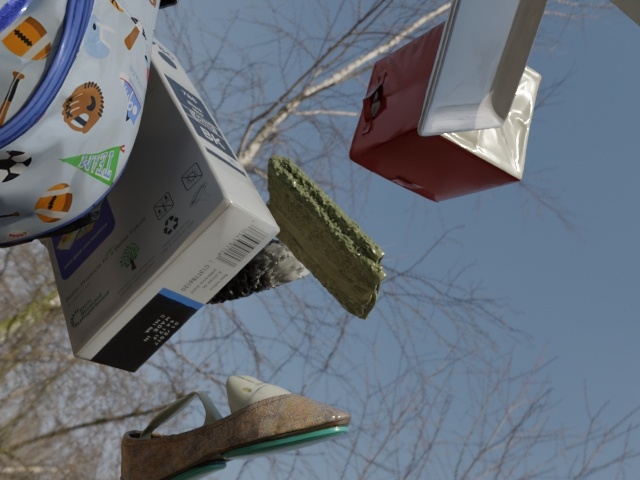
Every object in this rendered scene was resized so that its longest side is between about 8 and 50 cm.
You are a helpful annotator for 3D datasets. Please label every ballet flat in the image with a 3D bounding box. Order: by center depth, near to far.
[{"bbox_3d":[-0.117,0.224,0.827,0.316,0.107,0.106,-22,-113,15],"label":"ballet flat"}]

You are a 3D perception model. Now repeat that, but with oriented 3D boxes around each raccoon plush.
[{"bbox_3d":[-0.257,-0.038,1.093,0.446,0.216,0.299,-17,-82,6],"label":"raccoon plush"}]

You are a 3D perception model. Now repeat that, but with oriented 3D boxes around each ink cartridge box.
[{"bbox_3d":[-0.167,-0.068,0.580,0.065,0.165,0.332,30,21,-48],"label":"ink cartridge box"}]

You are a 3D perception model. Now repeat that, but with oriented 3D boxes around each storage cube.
[{"bbox_3d":[0.187,-0.187,1.043,0.215,0.183,0.193,24,-18,-25],"label":"storage cube"}]

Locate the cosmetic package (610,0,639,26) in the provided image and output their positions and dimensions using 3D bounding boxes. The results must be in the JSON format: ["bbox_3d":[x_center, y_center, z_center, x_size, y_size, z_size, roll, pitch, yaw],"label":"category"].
[{"bbox_3d":[0.366,-0.312,0.638,0.151,0.184,0.151,59,-12,31],"label":"cosmetic package"}]

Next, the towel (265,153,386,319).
[{"bbox_3d":[0.000,0.000,0.600,0.148,0.027,0.110,48,-24,20],"label":"towel"}]

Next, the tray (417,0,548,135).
[{"bbox_3d":[0.175,-0.239,0.693,0.030,0.145,0.270,40,-51,39],"label":"tray"}]

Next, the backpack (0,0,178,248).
[{"bbox_3d":[-0.230,-0.132,0.430,0.277,0.263,0.213,-10,-18,12],"label":"backpack"}]
